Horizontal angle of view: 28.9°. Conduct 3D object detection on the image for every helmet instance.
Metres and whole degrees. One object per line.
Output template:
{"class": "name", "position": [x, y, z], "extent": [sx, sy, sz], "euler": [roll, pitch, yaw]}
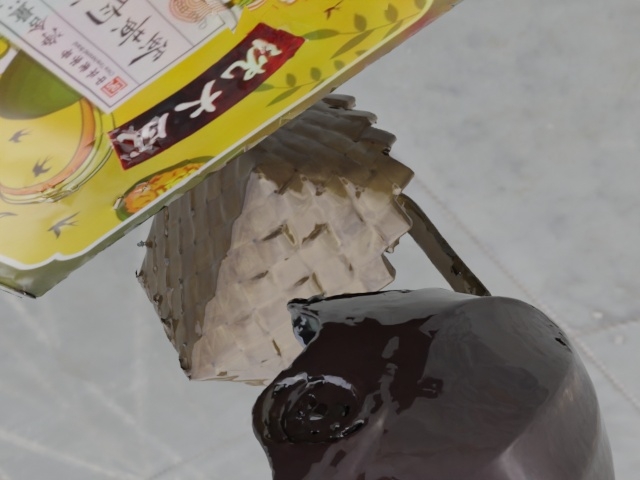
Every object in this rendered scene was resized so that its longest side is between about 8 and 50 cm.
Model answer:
{"class": "helmet", "position": [0.076, 0.150, 0.686], "extent": [0.177, 0.305, 0.225], "euler": [-9, 124, 9]}

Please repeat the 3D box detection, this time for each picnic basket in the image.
{"class": "picnic basket", "position": [0.000, 0.000, 1.274], "extent": [0.320, 0.254, 0.291], "euler": [7, 117, -28]}

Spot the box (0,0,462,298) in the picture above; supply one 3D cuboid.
{"class": "box", "position": [-0.130, -0.162, 0.633], "extent": [0.373, 0.138, 0.420], "euler": [-36, 157, 5]}
